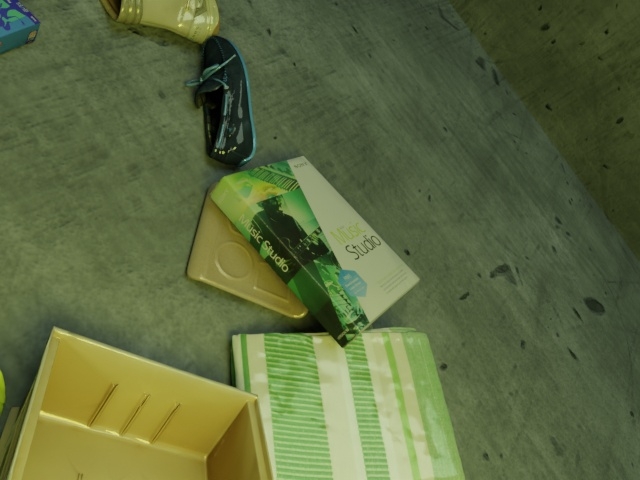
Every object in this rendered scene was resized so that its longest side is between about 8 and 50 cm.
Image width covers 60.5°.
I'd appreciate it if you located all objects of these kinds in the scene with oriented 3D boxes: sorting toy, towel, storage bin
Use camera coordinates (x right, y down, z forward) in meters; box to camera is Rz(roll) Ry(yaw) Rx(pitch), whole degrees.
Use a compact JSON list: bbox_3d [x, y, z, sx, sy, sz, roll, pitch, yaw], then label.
[{"bbox_3d":[-0.108,0.018,0.917,0.208,0.038,0.192,23,51,-23],"label":"sorting toy"},{"bbox_3d":[0.035,0.247,0.813,0.325,0.038,0.247,1,58,-18],"label":"towel"},{"bbox_3d":[-0.188,0.252,0.558,0.262,0.123,0.260,28,17,-26],"label":"storage bin"}]

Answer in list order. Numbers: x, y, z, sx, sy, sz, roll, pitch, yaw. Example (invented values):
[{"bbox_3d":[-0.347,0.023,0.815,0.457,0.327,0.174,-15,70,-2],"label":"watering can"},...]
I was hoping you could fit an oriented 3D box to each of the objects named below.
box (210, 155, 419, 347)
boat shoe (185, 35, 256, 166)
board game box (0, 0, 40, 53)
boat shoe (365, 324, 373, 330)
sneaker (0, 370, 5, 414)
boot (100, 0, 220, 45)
[{"bbox_3d":[0.000,0.000,0.921,0.322,0.058,0.232,46,34,11],"label":"box"},{"bbox_3d":[-0.178,-0.259,0.974,0.089,0.109,0.258,-1,64,-37],"label":"boat shoe"},{"bbox_3d":[-0.526,-0.311,0.746,0.160,0.047,0.210,45,45,-10],"label":"board game box"},{"bbox_3d":[0.043,0.223,0.896,0.081,0.068,0.227,12,54,-8],"label":"boat shoe"},{"bbox_3d":[-0.438,0.103,0.524,0.295,0.124,0.109,50,53,-32],"label":"sneaker"},{"bbox_3d":[-0.310,-0.492,1.012,0.204,0.095,0.261,-4,72,-41],"label":"boot"}]
